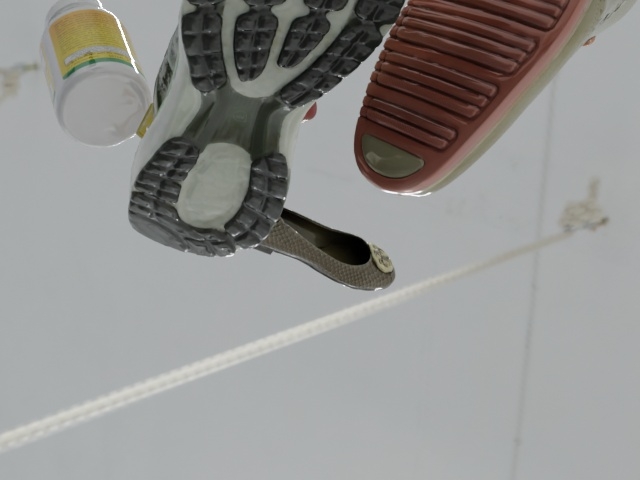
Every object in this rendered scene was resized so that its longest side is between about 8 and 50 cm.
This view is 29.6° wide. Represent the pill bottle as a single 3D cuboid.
[{"bbox_3d":[-0.286,-0.219,1.512,0.118,0.117,0.208,-68,-149,32],"label":"pill bottle"}]

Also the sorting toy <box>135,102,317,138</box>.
[{"bbox_3d":[-0.098,-0.154,1.399,0.046,0.274,0.132,-17,-73,41],"label":"sorting toy"}]

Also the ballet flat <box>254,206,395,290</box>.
[{"bbox_3d":[0.000,0.000,1.495,0.058,0.249,0.084,-55,-147,23],"label":"ballet flat"}]

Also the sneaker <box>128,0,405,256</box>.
[{"bbox_3d":[-0.059,-0.179,0.976,0.410,0.158,0.182,-57,-151,39],"label":"sneaker"}]

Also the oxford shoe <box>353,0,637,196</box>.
[{"bbox_3d":[0.180,-0.178,0.959,0.140,0.146,0.397,34,-98,38],"label":"oxford shoe"}]
